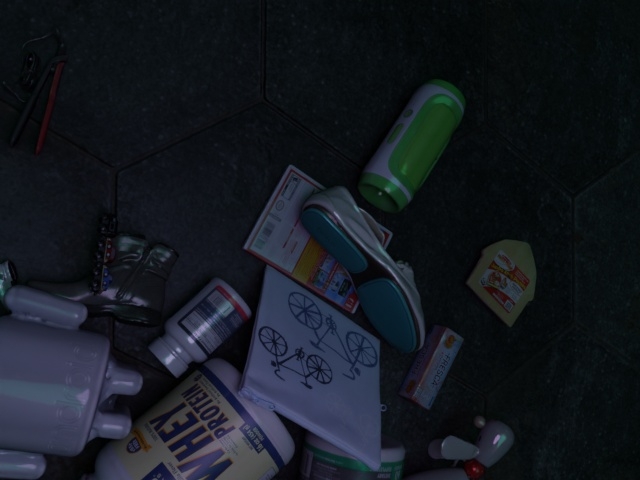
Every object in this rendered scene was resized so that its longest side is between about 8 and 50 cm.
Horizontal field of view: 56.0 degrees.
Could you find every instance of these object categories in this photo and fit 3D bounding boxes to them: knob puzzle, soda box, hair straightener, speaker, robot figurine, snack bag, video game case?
[{"bbox_3d":[0.453,0.083,1.473,0.213,0.030,0.213,1,88,-23],"label":"knob puzzle"},{"bbox_3d":[0.248,0.284,1.357,0.058,0.063,0.183,36,75,-20],"label":"soda box"},{"bbox_3d":[-0.503,-0.268,1.045,0.089,0.047,0.230,16,82,-23],"label":"hair straightener"},{"bbox_3d":[0.202,-0.208,1.318,0.131,0.131,0.296,39,74,-18],"label":"speaker"},{"bbox_3d":[-0.470,0.226,0.954,0.354,0.200,0.299,14,80,-18],"label":"robot figurine"},{"bbox_3d":[-0.002,0.237,1.144,0.323,0.037,0.342,36,30,-21],"label":"snack bag"},{"bbox_3d":[0.000,0.000,1.275,0.285,0.025,0.204,33,76,-20],"label":"video game case"}]

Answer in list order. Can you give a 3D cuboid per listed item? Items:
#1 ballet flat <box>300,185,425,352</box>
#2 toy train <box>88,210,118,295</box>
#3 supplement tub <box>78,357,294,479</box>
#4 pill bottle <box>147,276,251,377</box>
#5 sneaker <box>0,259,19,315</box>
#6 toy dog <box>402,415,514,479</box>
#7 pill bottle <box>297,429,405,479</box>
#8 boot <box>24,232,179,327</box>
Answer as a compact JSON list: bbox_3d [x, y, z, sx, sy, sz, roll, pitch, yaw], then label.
[{"bbox_3d":[0.117,0.050,1.253,0.139,0.139,0.400,-41,104,-20],"label":"ballet flat"},{"bbox_3d":[-0.375,0.023,1.050,0.036,0.027,0.158,15,59,-30],"label":"toy train"},{"bbox_3d":[-0.233,0.389,1.043,0.325,0.235,0.235,-39,104,-21],"label":"supplement tub"},{"bbox_3d":[-0.227,0.164,1.123,0.180,0.108,0.108,-43,105,-19],"label":"pill bottle"},{"bbox_3d":[-0.536,0.090,1.029,0.044,0.040,0.109,-15,91,-8],"label":"sneaker"},{"bbox_3d":[0.247,0.492,1.301,0.334,0.220,0.161,-35,71,-29],"label":"toy dog"},{"bbox_3d":[0.042,0.564,1.179,0.204,0.204,0.360,11,84,-23],"label":"pill bottle"},{"bbox_3d":[-0.389,0.059,1.083,0.247,0.083,0.161,14,70,-23],"label":"boot"}]
